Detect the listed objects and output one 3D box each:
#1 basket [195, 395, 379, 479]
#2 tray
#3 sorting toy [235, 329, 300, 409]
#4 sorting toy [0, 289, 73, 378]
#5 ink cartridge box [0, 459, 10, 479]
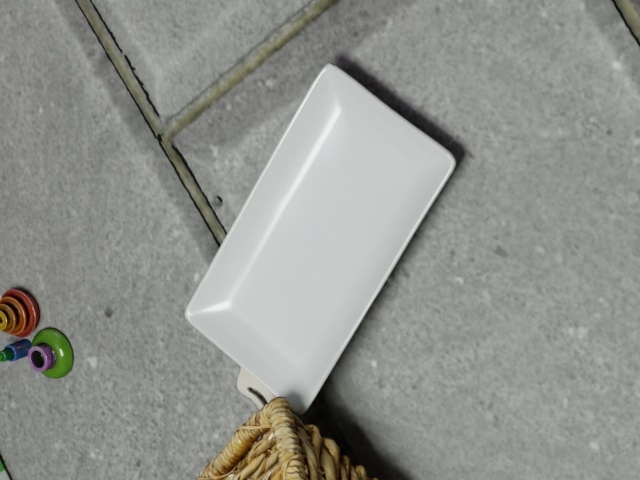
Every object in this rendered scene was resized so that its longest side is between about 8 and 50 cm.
[{"bbox_3d":[-0.060,0.326,1.444,0.223,0.213,0.299,40,124,-4],"label":"basket"},{"bbox_3d":[0.000,0.000,1.440,0.145,0.030,0.270,39,114,20],"label":"tray"},{"bbox_3d":[-0.047,0.129,1.521,0.083,0.045,0.075,54,137,23],"label":"sorting toy"},{"bbox_3d":[-0.290,0.098,1.678,0.102,0.042,0.061,52,125,12],"label":"sorting toy"},{"bbox_3d":[-0.371,0.321,1.768,0.153,0.087,0.208,-29,87,37],"label":"ink cartridge box"}]
